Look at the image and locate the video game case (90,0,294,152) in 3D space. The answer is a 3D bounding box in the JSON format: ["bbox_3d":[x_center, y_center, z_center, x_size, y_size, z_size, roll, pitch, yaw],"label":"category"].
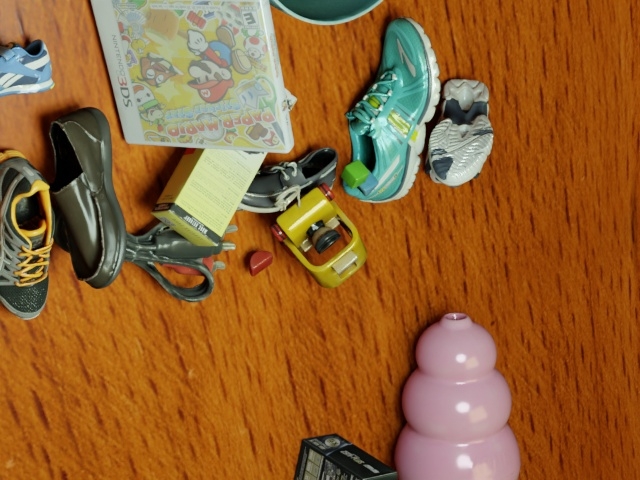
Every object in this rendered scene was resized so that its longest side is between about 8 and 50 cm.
[{"bbox_3d":[-0.153,-0.203,1.671,0.026,0.227,0.206,-57,145,-50],"label":"video game case"}]

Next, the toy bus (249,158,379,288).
[{"bbox_3d":[0.006,-0.001,1.939,0.202,0.104,0.191,-24,157,-44],"label":"toy bus"}]

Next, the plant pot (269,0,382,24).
[{"bbox_3d":[-0.035,-0.425,1.689,0.290,0.195,0.290,-20,122,-36],"label":"plant pot"}]

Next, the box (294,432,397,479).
[{"bbox_3d":[0.028,0.415,2.178,0.077,0.147,0.180,-3,110,-43],"label":"box"}]

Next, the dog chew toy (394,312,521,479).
[{"bbox_3d":[0.222,0.280,2.271,0.206,0.206,0.332,-15,111,-39],"label":"dog chew toy"}]

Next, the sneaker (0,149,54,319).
[{"bbox_3d":[-0.355,0.003,1.667,0.084,0.083,0.215,-24,125,-36],"label":"sneaker"}]

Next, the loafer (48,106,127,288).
[{"bbox_3d":[-0.291,-0.049,1.673,0.078,0.080,0.220,-6,86,-48],"label":"loafer"}]

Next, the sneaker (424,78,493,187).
[{"bbox_3d":[0.204,-0.119,2.088,0.094,0.235,0.153,2,129,2],"label":"sneaker"}]

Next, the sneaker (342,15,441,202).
[{"bbox_3d":[0.097,-0.183,2.002,0.110,0.107,0.275,-2,110,-33],"label":"sneaker"}]

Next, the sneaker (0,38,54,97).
[{"bbox_3d":[-0.367,-0.195,1.587,0.144,0.053,0.059,-18,122,-47],"label":"sneaker"}]

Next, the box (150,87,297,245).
[{"bbox_3d":[-0.123,-0.111,1.807,0.087,0.058,0.232,36,71,-29],"label":"box"}]

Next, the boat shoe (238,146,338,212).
[{"bbox_3d":[-0.051,-0.090,1.911,0.206,0.075,0.065,-14,138,-48],"label":"boat shoe"}]

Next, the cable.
[{"bbox_3d":[-0.231,0.007,1.826,0.287,0.072,0.139,4,114,-32],"label":"cable"}]
